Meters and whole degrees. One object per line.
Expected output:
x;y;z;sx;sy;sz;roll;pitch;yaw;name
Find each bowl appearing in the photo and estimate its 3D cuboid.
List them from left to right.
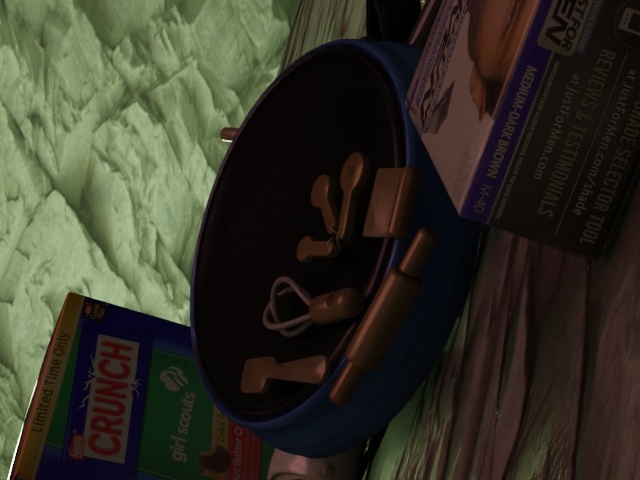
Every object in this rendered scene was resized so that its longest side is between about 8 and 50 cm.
0.000;0.000;1.613;0.391;0.077;0.391;-34;48;48;bowl

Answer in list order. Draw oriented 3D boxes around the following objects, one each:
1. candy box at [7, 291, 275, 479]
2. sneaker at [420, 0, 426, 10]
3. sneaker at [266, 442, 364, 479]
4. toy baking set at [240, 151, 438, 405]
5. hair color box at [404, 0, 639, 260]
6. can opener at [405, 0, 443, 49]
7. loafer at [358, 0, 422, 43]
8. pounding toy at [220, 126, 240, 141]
-0.174;0.227;1.983;0.122;0.317;0.268;115;168;-47;candy box
0.126;-0.235;1.785;0.053;0.061;0.152;-85;12;-47;sneaker
-0.016;0.182;1.754;0.292;0.108;0.169;156;133;-78;sneaker
0.016;0.043;1.466;0.256;0.030;0.197;-65;29;13;toy baking set
0.150;-0.130;1.241;0.339;0.110;0.185;-106;35;-73;hair color box
0.109;-0.169;1.680;0.280;0.074;0.093;-66;-4;30;can opener
0.069;-0.203;2.039;0.076;0.078;0.223;116;167;-53;loafer
0.006;-0.035;1.988;0.183;0.110;0.237;4;116;53;pounding toy
